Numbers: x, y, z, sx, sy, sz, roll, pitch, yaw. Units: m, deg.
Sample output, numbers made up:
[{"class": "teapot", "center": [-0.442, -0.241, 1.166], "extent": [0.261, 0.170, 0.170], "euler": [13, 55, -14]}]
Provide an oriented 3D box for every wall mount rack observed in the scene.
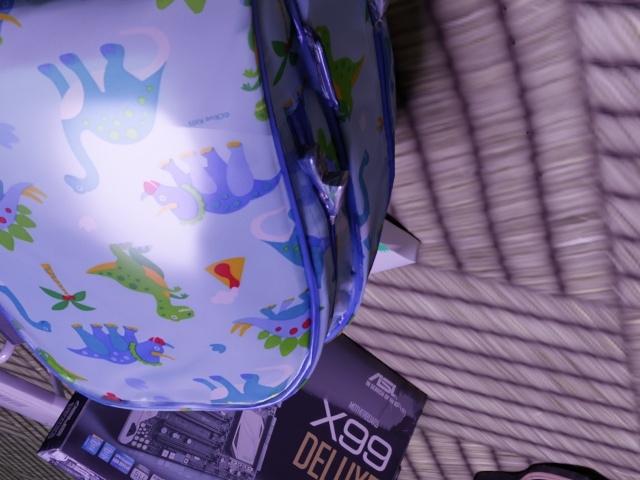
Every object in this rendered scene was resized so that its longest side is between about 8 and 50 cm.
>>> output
[{"class": "wall mount rack", "center": [-0.383, 0.164, 1.309], "extent": [0.304, 0.131, 0.350], "euler": [-10, 145, 45]}]

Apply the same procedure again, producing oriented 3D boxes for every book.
[{"class": "book", "center": [0.000, 0.000, 0.813], "extent": [0.096, 0.035, 0.144], "euler": [30, 154, -25]}]

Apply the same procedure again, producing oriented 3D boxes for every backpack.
[{"class": "backpack", "center": [-0.092, -0.071, 0.539], "extent": [0.290, 0.273, 0.355], "euler": [-4, 151, 12]}]

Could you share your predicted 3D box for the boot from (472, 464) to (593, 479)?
[{"class": "boot", "center": [0.213, 0.315, 1.043], "extent": [0.077, 0.137, 0.198], "euler": [34, 151, -12]}]

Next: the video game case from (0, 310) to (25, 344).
[{"class": "video game case", "center": [-0.234, -0.109, 0.628], "extent": [0.035, 0.248, 0.275], "euler": [-13, 140, 9]}]

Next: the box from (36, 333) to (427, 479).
[{"class": "box", "center": [-0.069, 0.174, 0.946], "extent": [0.307, 0.242, 0.076], "euler": [38, 151, -17]}]

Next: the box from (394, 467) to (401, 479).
[{"class": "box", "center": [0.022, 0.256, 1.230], "extent": [0.137, 0.027, 0.094], "euler": [9, 148, 32]}]
